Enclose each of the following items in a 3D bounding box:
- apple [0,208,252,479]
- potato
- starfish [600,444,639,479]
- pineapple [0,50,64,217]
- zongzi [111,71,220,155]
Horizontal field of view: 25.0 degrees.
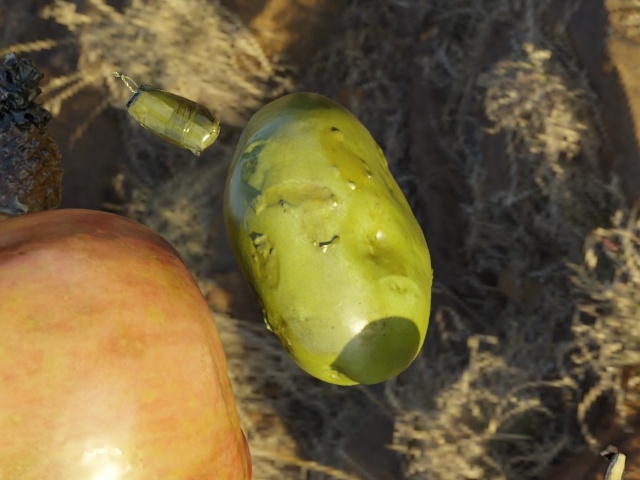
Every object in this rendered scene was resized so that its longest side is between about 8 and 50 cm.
[{"bbox_3d":[-0.239,0.157,1.267,0.364,0.364,0.363,-15,70,47],"label":"apple"},{"bbox_3d":[0.000,0.000,1.160,0.148,0.186,0.253,-31,55,18],"label":"potato"},{"bbox_3d":[0.498,0.259,1.328,0.082,0.432,0.324,-129,17,-72],"label":"starfish"},{"bbox_3d":[-0.357,-0.126,1.717,0.108,0.108,0.197,1,92,50],"label":"pineapple"},{"bbox_3d":[-0.202,-0.170,1.853,0.062,0.154,0.130,-61,8,14],"label":"zongzi"}]
